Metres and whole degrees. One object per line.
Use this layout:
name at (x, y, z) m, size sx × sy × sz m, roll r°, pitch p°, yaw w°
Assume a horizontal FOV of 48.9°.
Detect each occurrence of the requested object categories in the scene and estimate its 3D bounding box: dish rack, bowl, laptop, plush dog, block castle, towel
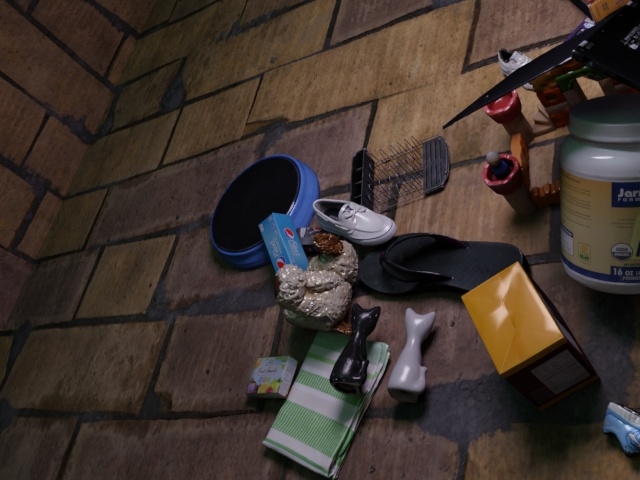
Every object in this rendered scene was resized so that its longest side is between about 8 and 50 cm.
dish rack at (0.212, -0.185, 1.880) m, size 0.272 × 0.074 × 0.208 m, roll -20°, pitch 49°, yaw 30°
bowl at (-0.181, -0.097, 2.163) m, size 0.391 × 0.077 × 0.390 m, roll -24°, pitch 46°, yaw 27°
laptop at (0.507, -0.263, 1.256) m, size 0.408 × 0.236 × 0.382 m, roll 33°, pitch 43°, yaw 17°
plush dog at (0.022, 0.102, 1.726) m, size 0.211 × 0.262 × 0.225 m, roll 17°, pitch 70°, yaw 16°
block castle at (0.576, -0.264, 1.504) m, size 0.454 × 0.213 × 0.302 m, roll -16°, pitch 50°, yaw 34°
towel at (0.012, 0.369, 1.653) m, size 0.248 × 0.038 × 0.324 m, roll 8°, pitch 66°, yaw 46°

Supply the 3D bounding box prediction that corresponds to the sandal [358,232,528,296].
sandal at (0.259, 0.040, 1.631) m, size 0.446 × 0.107 × 0.167 m, roll -1°, pitch 58°, yaw 43°

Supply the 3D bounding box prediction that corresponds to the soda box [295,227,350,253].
soda box at (0.000, 0.000, 1.940) m, size 0.169 × 0.053 × 0.060 m, roll 0°, pitch 60°, yaw 41°

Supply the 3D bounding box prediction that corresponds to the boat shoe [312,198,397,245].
boat shoe at (0.078, -0.054, 1.811) m, size 0.258 × 0.084 × 0.095 m, roll 10°, pitch 58°, yaw 42°

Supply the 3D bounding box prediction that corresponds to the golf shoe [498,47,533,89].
golf shoe at (0.517, -0.441, 1.796) m, size 0.069 × 0.086 × 0.176 m, roll -49°, pitch 41°, yaw -3°

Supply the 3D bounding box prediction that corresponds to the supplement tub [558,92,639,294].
supplement tub at (0.550, -0.087, 1.265) m, size 0.229 × 0.316 × 0.228 m, roll -8°, pitch 25°, yaw 4°

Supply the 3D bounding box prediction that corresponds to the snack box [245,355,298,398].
snack box at (-0.123, 0.345, 1.772) m, size 0.141 × 0.037 × 0.100 m, roll -16°, pitch 46°, yaw 49°

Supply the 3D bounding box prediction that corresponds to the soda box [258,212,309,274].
soda box at (-0.094, 0.031, 1.924) m, size 0.067 × 0.071 × 0.210 m, roll -38°, pitch 62°, yaw 34°

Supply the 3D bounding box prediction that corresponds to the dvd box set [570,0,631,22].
dvd box set at (0.802, -0.742, 1.757) m, size 0.421 × 0.062 × 0.307 m, roll -30°, pitch 41°, yaw 14°

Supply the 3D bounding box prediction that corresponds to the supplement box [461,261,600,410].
supplement box at (0.395, 0.182, 1.330) m, size 0.129 × 0.194 × 0.191 m, roll -35°, pitch 42°, yaw 16°

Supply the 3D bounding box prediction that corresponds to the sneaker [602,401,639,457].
sneaker at (0.549, 0.341, 1.187) m, size 0.162 × 0.063 × 0.073 m, roll 34°, pitch 102°, yaw 54°

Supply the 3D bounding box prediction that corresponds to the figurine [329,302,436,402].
figurine at (0.146, 0.239, 1.563) m, size 0.215 × 0.092 × 0.209 m, roll 3°, pitch 59°, yaw 23°

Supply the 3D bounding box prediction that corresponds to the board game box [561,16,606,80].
board game box at (0.672, -0.464, 1.702) m, size 0.141 × 0.048 × 0.170 m, roll -46°, pitch 39°, yaw 0°
